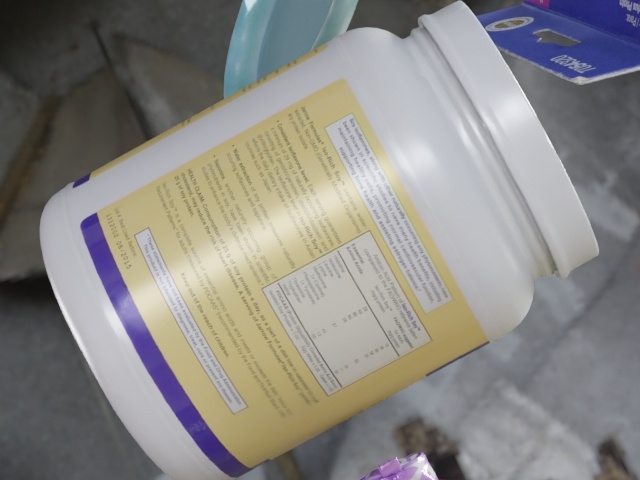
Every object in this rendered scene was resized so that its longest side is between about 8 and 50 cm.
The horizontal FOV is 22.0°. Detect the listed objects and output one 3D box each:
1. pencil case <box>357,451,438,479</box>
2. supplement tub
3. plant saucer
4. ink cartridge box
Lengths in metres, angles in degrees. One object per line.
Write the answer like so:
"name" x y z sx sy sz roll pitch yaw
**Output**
"pencil case" 0.110 0.318 1.684 0.086 0.206 0.088 -28 -5 8
"supplement tub" 0.000 0.000 1.156 0.331 0.241 0.241 -28 -12 4
"plant saucer" -0.024 -0.276 1.923 0.044 0.317 0.317 21 -34 -22
"ink cartridge box" 0.305 -0.222 1.369 0.330 0.071 0.324 -13 18 -10
